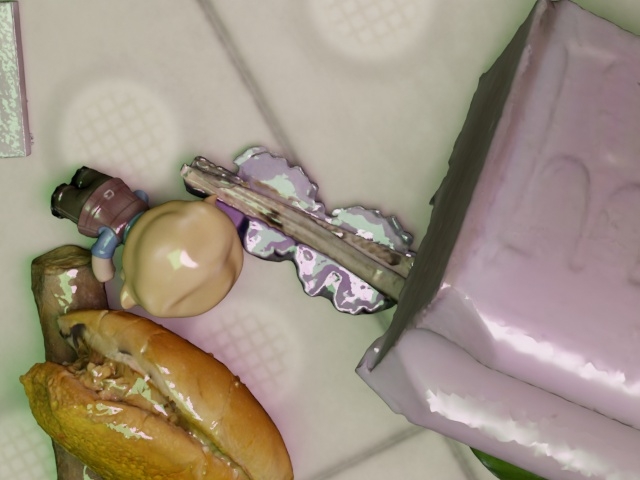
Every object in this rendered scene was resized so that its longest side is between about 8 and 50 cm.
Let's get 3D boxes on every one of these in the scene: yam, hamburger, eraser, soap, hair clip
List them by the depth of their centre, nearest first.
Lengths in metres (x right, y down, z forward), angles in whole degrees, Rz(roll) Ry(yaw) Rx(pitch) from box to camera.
[{"bbox_3d":[0.297,0.043,1.601,0.435,0.350,0.213,26,149,-2],"label":"soap"},{"bbox_3d":[-0.127,0.172,1.798,0.283,0.156,0.144,40,65,-22],"label":"hamburger"},{"bbox_3d":[0.000,0.000,1.810,0.292,0.084,0.106,28,109,8],"label":"hair clip"},{"bbox_3d":[-0.331,-0.152,1.854,0.104,0.023,0.150,-1,102,9],"label":"eraser"},{"bbox_3d":[-0.221,0.184,1.881,0.081,0.081,0.356,-6,101,10],"label":"yam"}]

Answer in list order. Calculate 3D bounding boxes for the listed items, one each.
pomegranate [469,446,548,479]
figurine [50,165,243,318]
[{"bbox_3d":[0.185,0.135,1.768,0.225,0.187,0.187,8,104,36],"label":"pomegranate"},{"bbox_3d":[-0.164,-0.001,1.800,0.196,0.114,0.108,23,135,30],"label":"figurine"}]
